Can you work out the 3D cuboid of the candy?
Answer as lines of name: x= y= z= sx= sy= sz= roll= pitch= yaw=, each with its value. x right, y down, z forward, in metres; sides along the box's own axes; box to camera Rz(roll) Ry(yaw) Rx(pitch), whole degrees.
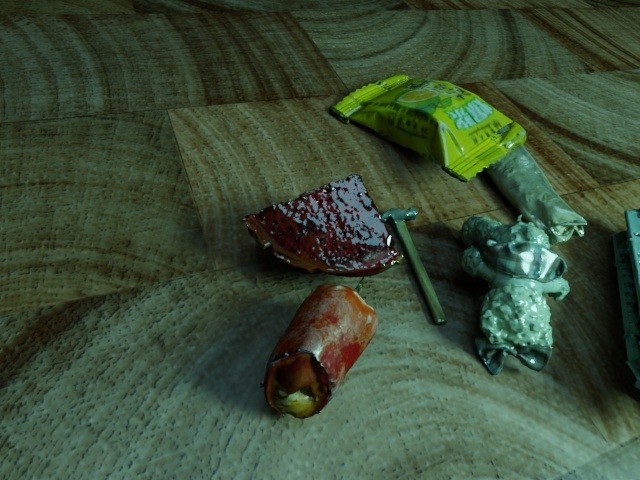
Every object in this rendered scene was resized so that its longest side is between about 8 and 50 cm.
candy: x=0.171 y=-0.200 z=0.736 sx=0.187 sy=0.081 sz=0.297 roll=-34 pitch=54 yaw=-25

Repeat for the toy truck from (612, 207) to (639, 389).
toy truck: x=0.454 y=0.083 z=0.535 sx=0.184 sy=0.133 sz=0.338 roll=20 pitch=45 yaw=19

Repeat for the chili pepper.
chili pepper: x=0.013 y=0.088 z=0.465 sx=0.084 sy=0.086 sz=0.192 roll=47 pitch=40 yaw=-6

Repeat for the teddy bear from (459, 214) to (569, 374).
teddy bear: x=0.236 y=0.041 z=0.534 sx=0.133 sy=0.111 sz=0.213 roll=12 pitch=47 yaw=4

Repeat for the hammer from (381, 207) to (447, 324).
hammer: x=0.121 y=0.027 z=0.585 sx=0.062 sy=0.017 sz=0.182 roll=-4 pitch=52 yaw=-14

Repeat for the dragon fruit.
dragon fruit: x=0.000 y=0.000 z=0.543 sx=0.160 sy=0.120 sz=0.127 roll=-18 pitch=77 yaw=-4

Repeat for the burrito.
burrito: x=0.317 y=-0.101 z=0.709 sx=0.082 sy=0.059 sz=0.275 roll=-14 pitch=52 yaw=-8
